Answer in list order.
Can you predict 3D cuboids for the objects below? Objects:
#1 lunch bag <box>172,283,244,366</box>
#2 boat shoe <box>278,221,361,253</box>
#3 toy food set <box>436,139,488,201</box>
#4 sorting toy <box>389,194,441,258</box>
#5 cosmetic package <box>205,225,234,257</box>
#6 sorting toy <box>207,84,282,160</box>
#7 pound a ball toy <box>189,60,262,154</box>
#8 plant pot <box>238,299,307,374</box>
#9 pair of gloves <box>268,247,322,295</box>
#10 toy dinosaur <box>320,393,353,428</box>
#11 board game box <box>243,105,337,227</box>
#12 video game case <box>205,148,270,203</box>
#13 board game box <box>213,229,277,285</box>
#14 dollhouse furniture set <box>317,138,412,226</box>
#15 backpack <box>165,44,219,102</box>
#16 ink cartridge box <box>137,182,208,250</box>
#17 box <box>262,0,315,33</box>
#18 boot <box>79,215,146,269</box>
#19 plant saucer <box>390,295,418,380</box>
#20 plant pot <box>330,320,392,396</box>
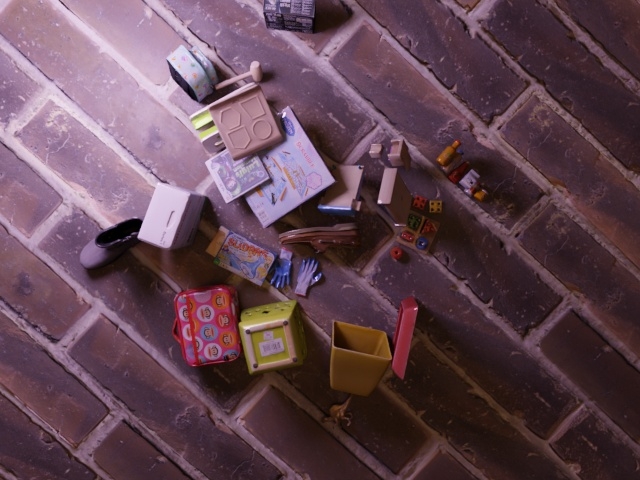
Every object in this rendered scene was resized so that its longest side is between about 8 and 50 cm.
[{"bbox_3d":[-0.429,0.315,1.694,0.258,0.120,0.293,-9,92,4],"label":"lunch bag"},{"bbox_3d":[0.000,0.000,1.679,0.307,0.111,0.105,-7,92,0],"label":"boat shoe"},{"bbox_3d":[0.540,-0.255,1.672,0.232,0.111,0.104,42,92,0],"label":"toy food set"},{"bbox_3d":[0.376,-0.039,1.715,0.132,0.046,0.275,24,92,-2],"label":"sorting toy"},{"bbox_3d":[-0.379,0.006,1.709,0.060,0.041,0.115,31,92,-4],"label":"cosmetic package"},{"bbox_3d":[-0.255,-0.402,1.551,0.193,0.038,0.208,-24,116,-1],"label":"sorting toy"},{"bbox_3d":[-0.312,-0.478,1.655,0.319,0.136,0.208,-29,70,-1],"label":"pound a ball toy"},{"bbox_3d":[-0.174,0.359,1.650,0.228,0.207,0.227,-12,93,-1],"label":"plant pot"},{"bbox_3d":[-0.096,0.124,1.729,0.198,0.023,0.159,20,93,-1],"label":"pair of gloves"},{"bbox_3d":[0.083,0.667,1.746,0.183,0.053,0.093,-42,91,2],"label":"toy dinosaur"},{"bbox_3d":[-0.154,-0.261,1.646,0.318,0.066,0.319,-31,89,13],"label":"board game box"},{"bbox_3d":[-0.300,-0.253,1.631,0.190,0.022,0.173,-28,89,13],"label":"video game case"},{"bbox_3d":[-0.281,0.066,1.695,0.201,0.035,0.136,27,93,-15],"label":"board game box"},{"bbox_3d":[0.171,-0.201,1.696,0.303,0.198,0.287,4,69,29],"label":"dollhouse furniture set"},{"bbox_3d":[-0.455,-0.599,1.602,0.144,0.188,0.166,-39,92,1],"label":"backpack"},{"bbox_3d":[-0.507,-0.084,1.584,0.117,0.278,0.201,21,92,-2],"label":"ink cartridge box"},{"bbox_3d":[-0.109,-0.815,1.616,0.180,0.147,0.078,6,93,0],"label":"box"},{"bbox_3d":[-0.753,0.001,1.613,0.338,0.223,0.118,-33,94,1],"label":"boot"},{"bbox_3d":[0.296,0.338,1.632,0.047,0.259,0.259,12,93,8],"label":"plant saucer"},{"bbox_3d":[0.126,0.445,1.668,0.212,0.212,0.187,13,105,-2],"label":"plant pot"}]
